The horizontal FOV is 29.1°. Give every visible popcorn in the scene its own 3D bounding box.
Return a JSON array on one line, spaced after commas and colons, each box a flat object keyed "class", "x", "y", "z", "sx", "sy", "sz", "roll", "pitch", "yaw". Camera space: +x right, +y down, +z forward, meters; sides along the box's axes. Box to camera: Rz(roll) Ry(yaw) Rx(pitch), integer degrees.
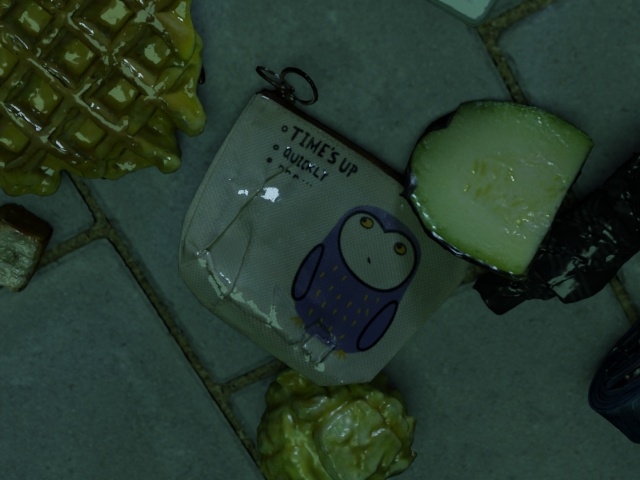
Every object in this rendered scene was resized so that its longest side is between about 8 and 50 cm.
[{"class": "popcorn", "x": 0.014, "y": 0.229, "z": 1.453, "sx": 0.185, "sy": 0.187, "sz": 0.167, "roll": -49, "pitch": 65, "yaw": 27}]

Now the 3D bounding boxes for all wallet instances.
[{"class": "wallet", "x": 0.000, "y": -0.001, "z": 1.376, "sx": 0.335, "sy": 0.068, "sz": 0.275, "roll": 35, "pitch": 83, "yaw": -11}]

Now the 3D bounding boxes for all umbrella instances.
[{"class": "umbrella", "x": 0.318, "y": -0.006, "z": 1.344, "sx": 0.337, "sy": 0.154, "sz": 0.128, "roll": -35, "pitch": 91, "yaw": 15}]

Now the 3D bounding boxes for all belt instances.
[{"class": "belt", "x": 0.393, "y": 0.140, "z": 1.400, "sx": 0.082, "sy": 0.141, "sz": 0.190, "roll": 39, "pitch": 114, "yaw": -12}]

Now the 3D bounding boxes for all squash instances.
[{"class": "squash", "x": 0.192, "y": -0.060, "z": 1.379, "sx": 0.184, "sy": 0.085, "sz": 0.192, "roll": 27, "pitch": 82, "yaw": 22}]

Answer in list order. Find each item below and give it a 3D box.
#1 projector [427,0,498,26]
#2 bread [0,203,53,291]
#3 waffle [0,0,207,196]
[{"class": "projector", "x": 0.099, "y": -0.361, "z": 1.258, "sx": 0.257, "sy": 0.099, "sz": 0.192, "roll": 28, "pitch": 109, "yaw": -7}, {"class": "bread", "x": -0.364, "y": 0.008, "z": 1.447, "sx": 0.077, "sy": 0.070, "sz": 0.083, "roll": 27, "pitch": 108, "yaw": -7}, {"class": "waffle", "x": -0.311, "y": -0.233, "z": 1.347, "sx": 0.380, "sy": 0.095, "sz": 0.382, "roll": -6, "pitch": 108, "yaw": 9}]
